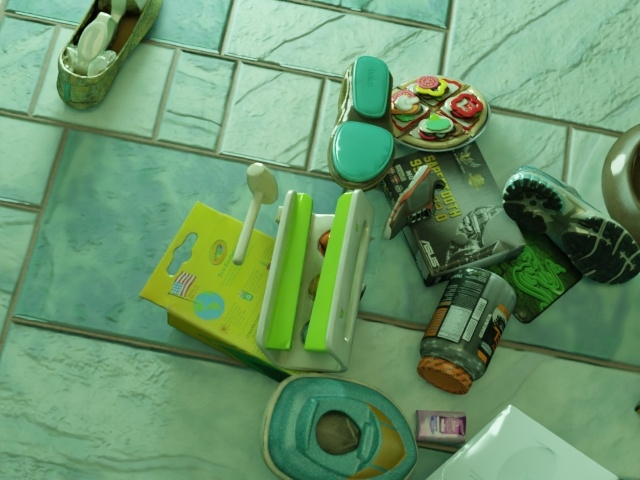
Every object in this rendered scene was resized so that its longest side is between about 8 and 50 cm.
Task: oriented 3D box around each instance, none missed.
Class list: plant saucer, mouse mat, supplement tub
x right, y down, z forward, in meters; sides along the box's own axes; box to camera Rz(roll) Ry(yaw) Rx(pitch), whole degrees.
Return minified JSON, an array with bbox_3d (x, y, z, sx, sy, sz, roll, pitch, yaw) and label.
[{"bbox_3d":[0.666,-0.096,1.968,0.311,0.050,0.310,1,67,-4],"label":"plant saucer"},{"bbox_3d":[0.346,0.036,1.905,0.153,0.007,0.189,-37,76,-18],"label":"mouse mat"},{"bbox_3d":[0.237,0.149,1.787,0.117,0.117,0.190,26,68,6],"label":"supplement tub"}]

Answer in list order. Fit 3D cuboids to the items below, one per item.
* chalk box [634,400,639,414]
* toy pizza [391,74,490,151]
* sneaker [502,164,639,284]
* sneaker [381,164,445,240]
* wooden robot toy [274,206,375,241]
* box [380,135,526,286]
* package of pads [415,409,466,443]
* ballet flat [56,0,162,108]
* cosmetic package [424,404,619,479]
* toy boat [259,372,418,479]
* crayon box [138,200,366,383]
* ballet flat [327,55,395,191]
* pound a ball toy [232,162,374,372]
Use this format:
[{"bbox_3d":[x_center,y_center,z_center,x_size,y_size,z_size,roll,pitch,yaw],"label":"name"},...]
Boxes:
[{"bbox_3d":[0.643,0.226,1.785,0.132,0.132,0.213,39,71,11],"label":"chalk box"},{"bbox_3d":[0.205,-0.237,1.958,0.201,0.032,0.201,-2,49,2],"label":"toy pizza"},{"bbox_3d":[0.446,-0.040,1.891,0.283,0.110,0.122,37,30,-7],"label":"sneaker"},{"bbox_3d":[0.161,-0.057,1.834,0.065,0.061,0.158,33,69,4],"label":"sneaker"},{"bbox_3d":[0.000,0.000,1.856,0.173,0.076,0.079,19,78,3],"label":"wooden robot toy"},{"bbox_3d":[0.226,-0.053,1.899,0.183,0.056,0.231,-18,69,-11],"label":"box"},{"bbox_3d":[0.194,0.302,1.765,0.083,0.032,0.050,4,70,-4],"label":"package of pads"},{"bbox_3d":[-0.374,-0.396,1.960,0.123,0.123,0.348,21,67,4],"label":"ballet flat"},{"bbox_3d":[0.294,0.406,1.624,0.225,0.138,0.224,-36,40,-19],"label":"cosmetic package"},{"bbox_3d":[0.032,0.364,1.642,0.268,0.148,0.318,16,73,-23],"label":"toy boat"},{"bbox_3d":[-0.111,0.093,1.798,0.319,0.081,0.202,28,67,6],"label":"crayon box"},{"bbox_3d":[0.065,-0.174,1.875,0.116,0.124,0.342,11,46,-7],"label":"ballet flat"},{"bbox_3d":[-0.033,0.042,1.730,0.208,0.135,0.319,0,63,20],"label":"pound a ball toy"}]
